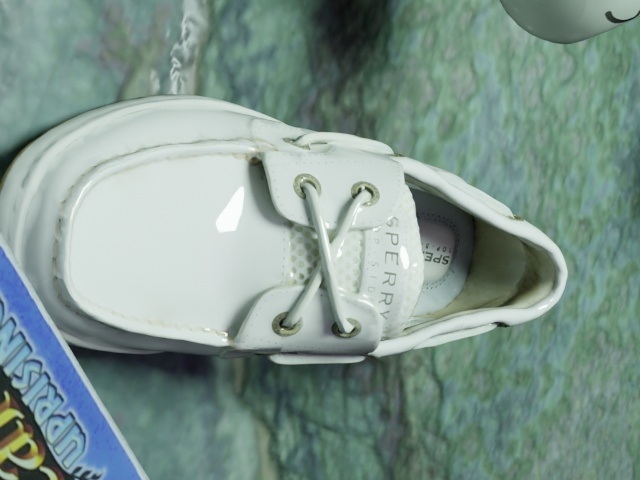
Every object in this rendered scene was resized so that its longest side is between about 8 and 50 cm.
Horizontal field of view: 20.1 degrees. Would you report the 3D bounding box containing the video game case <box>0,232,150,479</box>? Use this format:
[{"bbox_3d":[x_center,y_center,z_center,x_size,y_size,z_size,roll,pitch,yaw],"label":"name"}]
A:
[{"bbox_3d":[-0.157,0.008,0.408,0.061,0.244,0.270,-48,132,-28],"label":"video game case"}]

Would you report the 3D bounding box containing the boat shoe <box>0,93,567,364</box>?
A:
[{"bbox_3d":[0.000,0.000,0.701,0.277,0.096,0.098,-1,102,-49],"label":"boat shoe"}]

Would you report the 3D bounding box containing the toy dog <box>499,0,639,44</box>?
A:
[{"bbox_3d":[0.084,-0.240,0.624,0.220,0.161,0.334,-49,117,-17],"label":"toy dog"}]
